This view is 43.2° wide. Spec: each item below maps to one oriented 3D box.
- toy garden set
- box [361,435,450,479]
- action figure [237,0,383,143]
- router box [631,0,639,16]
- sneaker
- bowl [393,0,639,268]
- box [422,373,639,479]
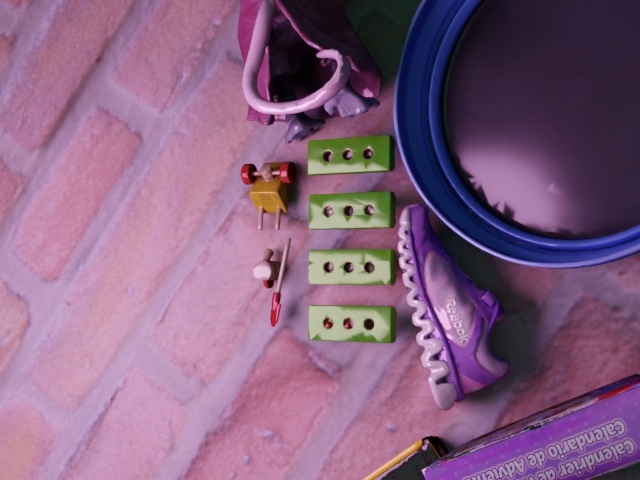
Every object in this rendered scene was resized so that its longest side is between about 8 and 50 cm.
[{"bbox_3d":[0.000,0.000,1.004,0.204,0.049,0.244,-1,87,25],"label":"toy garden set"},{"bbox_3d":[0.111,0.420,0.888,0.257,0.079,0.322,-36,72,8],"label":"box"},{"bbox_3d":[-0.063,-0.308,0.969,0.248,0.276,0.370,-13,91,22],"label":"action figure"},{"bbox_3d":[0.517,-0.224,0.847,0.309,0.081,0.243,-24,74,14],"label":"router box"},{"bbox_3d":[0.152,0.068,0.926,0.104,0.095,0.236,-15,82,9],"label":"sneaker"},{"bbox_3d":[0.266,-0.165,0.873,0.391,0.077,0.391,-1,88,35],"label":"bowl"},{"bbox_3d":[0.224,0.191,0.768,0.201,0.293,0.057,-26,74,14],"label":"box"}]
